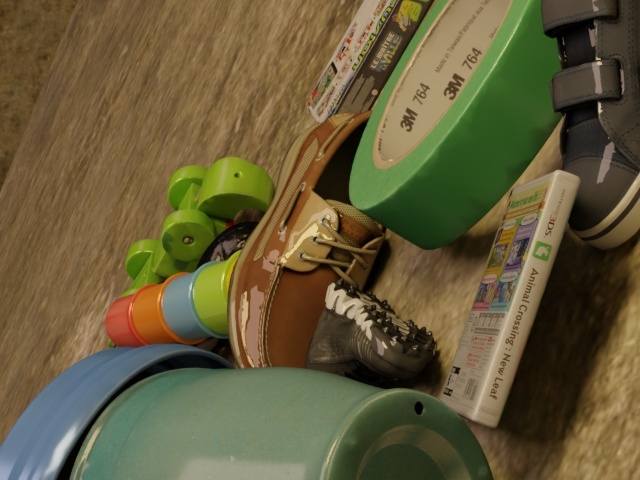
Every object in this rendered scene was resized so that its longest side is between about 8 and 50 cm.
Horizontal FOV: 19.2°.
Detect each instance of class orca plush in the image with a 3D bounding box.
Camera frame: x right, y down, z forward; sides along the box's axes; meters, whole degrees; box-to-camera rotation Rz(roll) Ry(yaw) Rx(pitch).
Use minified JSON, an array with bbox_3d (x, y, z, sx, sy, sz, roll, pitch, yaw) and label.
[{"bbox_3d":[-0.162,0.073,2.206,0.287,0.102,0.151,-45,26,43],"label":"orca plush"}]

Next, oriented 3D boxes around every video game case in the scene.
[{"bbox_3d":[0.144,0.046,1.464,0.212,0.023,0.193,143,146,-87],"label":"video game case"}]

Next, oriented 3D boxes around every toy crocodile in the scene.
[{"bbox_3d":[-0.170,0.023,2.314,0.340,0.105,0.115,-56,19,34],"label":"toy crocodile"}]

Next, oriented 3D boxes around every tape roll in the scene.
[{"bbox_3d":[0.143,-0.147,1.684,0.321,0.077,0.321,-55,14,21],"label":"tape roll"}]

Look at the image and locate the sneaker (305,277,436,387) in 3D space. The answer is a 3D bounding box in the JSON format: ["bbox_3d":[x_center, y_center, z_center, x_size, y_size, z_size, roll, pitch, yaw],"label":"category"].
[{"bbox_3d":[0.039,0.108,1.695,0.106,0.078,0.234,-65,15,4],"label":"sneaker"}]

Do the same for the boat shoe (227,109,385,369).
[{"bbox_3d":[0.000,0.000,1.862,0.120,0.122,0.324,-32,37,50],"label":"boat shoe"}]

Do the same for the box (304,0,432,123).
[{"bbox_3d":[0.057,-0.217,2.111,0.207,0.036,0.114,-60,20,12],"label":"box"}]

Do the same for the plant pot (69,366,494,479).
[{"bbox_3d":[-0.012,0.217,1.443,0.255,0.271,0.272,-14,51,45],"label":"plant pot"}]

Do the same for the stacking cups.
[{"bbox_3d":[-0.126,0.061,2.035,0.316,0.096,0.096,-12,53,50],"label":"stacking cups"}]

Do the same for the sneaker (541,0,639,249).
[{"bbox_3d":[0.227,-0.157,1.472,0.126,0.127,0.321,-16,52,64],"label":"sneaker"}]

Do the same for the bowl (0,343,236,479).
[{"bbox_3d":[-0.173,0.276,1.620,0.077,0.391,0.391,11,71,28],"label":"bowl"}]
